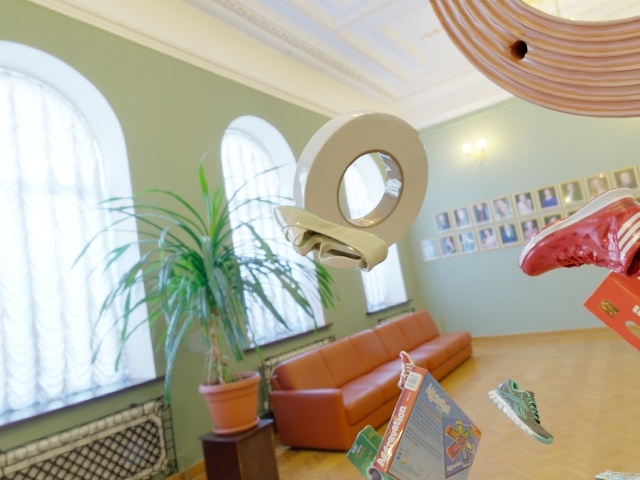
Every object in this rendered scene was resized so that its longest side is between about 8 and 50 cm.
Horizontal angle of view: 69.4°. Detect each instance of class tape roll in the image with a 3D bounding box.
[{"bbox_3d":[0.114,-0.140,1.203,0.393,0.391,0.072,-7,24,-28],"label":"tape roll"}]

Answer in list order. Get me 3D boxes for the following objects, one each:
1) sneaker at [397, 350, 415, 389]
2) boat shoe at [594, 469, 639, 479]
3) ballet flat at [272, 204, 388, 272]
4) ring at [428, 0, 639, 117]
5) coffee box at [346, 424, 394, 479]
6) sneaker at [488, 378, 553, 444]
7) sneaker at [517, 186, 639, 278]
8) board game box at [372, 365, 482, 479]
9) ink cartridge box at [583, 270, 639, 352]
[{"bbox_3d":[0.244,0.382,1.341,0.067,0.118,0.042,-16,-35,-18],"label":"sneaker"},{"bbox_3d":[0.760,0.605,1.163,0.048,0.056,0.153,-40,-12,-23],"label":"boat shoe"},{"bbox_3d":[0.000,0.000,0.845,0.249,0.086,0.086,17,7,26],"label":"ballet flat"},{"bbox_3d":[0.171,-0.236,0.244,0.032,0.336,0.337,-22,1,-29],"label":"ring"},{"bbox_3d":[0.150,0.532,1.069,0.041,0.184,0.113,-21,-42,-43],"label":"coffee box"},{"bbox_3d":[0.439,0.360,0.995,0.065,0.076,0.166,38,4,-32],"label":"sneaker"},{"bbox_3d":[0.432,0.025,0.757,0.087,0.128,0.221,12,-43,-24],"label":"sneaker"},{"bbox_3d":[0.176,0.315,0.706,0.027,0.145,0.281,8,-31,42],"label":"board game box"},{"bbox_3d":[0.842,0.124,1.051,0.385,0.308,0.091,-35,-24,-25],"label":"ink cartridge box"}]
